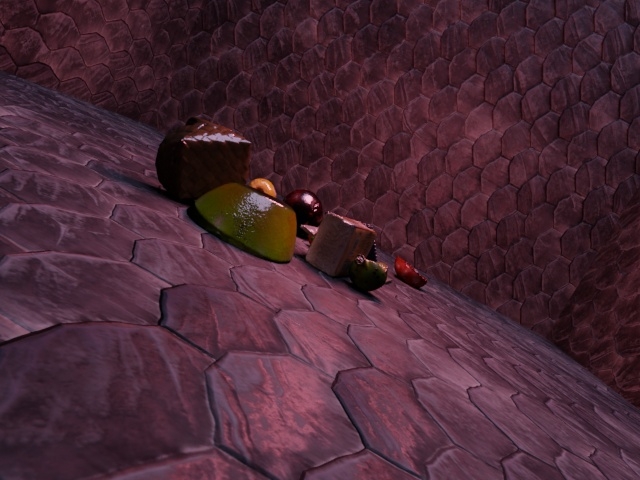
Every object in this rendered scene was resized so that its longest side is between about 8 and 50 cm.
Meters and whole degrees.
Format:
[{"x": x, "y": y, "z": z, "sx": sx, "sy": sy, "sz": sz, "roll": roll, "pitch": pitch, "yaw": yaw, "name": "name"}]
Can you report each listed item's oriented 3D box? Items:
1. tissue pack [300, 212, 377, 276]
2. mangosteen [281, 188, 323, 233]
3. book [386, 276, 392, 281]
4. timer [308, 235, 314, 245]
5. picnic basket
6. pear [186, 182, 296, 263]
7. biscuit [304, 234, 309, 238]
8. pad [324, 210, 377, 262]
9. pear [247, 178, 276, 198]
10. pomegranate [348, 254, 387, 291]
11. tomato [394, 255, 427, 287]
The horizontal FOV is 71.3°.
[{"x": 0.058, "y": 0.005, "z": 1.768, "sx": 0.238, "sy": 0.239, "sz": 0.305, "roll": 30, "pitch": 9, "yaw": 20, "name": "tissue pack"}, {"x": -0.116, "y": -0.139, "z": 2.215, "sx": 0.265, "sy": 0.228, "sz": 0.228, "roll": -3, "pitch": -12, "yaw": 34, "name": "mangosteen"}, {"x": 0.215, "y": 0.133, "z": 2.230, "sx": 0.295, "sy": 0.020, "sz": 0.208, "roll": 30, "pitch": 6, "yaw": 16, "name": "book"}, {"x": 0.000, "y": 0.000, "z": 2.032, "sx": 0.136, "sy": 0.099, "sz": 0.136, "roll": 22, "pitch": -4, "yaw": 2, "name": "timer"}, {"x": -0.451, "y": -0.306, "z": 1.655, "sx": 0.337, "sy": 0.293, "sz": 0.337, "roll": 11, "pitch": 24, "yaw": -5, "name": "picnic basket"}, {"x": -0.227, "y": -0.086, "z": 1.507, "sx": 0.398, "sy": 0.165, "sz": 0.399, "roll": 27, "pitch": 7, "yaw": -4, "name": "pear"}, {"x": -0.038, "y": -0.027, "z": 2.361, "sx": 0.133, "sy": 0.032, "sz": 0.250, "roll": 25, "pitch": 7, "yaw": -15, "name": "biscuit"}, {"x": 0.141, "y": 0.006, "z": 2.013, "sx": 0.269, "sy": 0.012, "sz": 0.270, "roll": 19, "pitch": -43, "yaw": 37, "name": "pad"}, {"x": -0.307, "y": -0.233, "z": 2.296, "sx": 0.178, "sy": 0.178, "sz": 0.178, "roll": 27, "pitch": 7, "yaw": -4, "name": "pear"}, {"x": 0.171, "y": 0.126, "z": 1.654, "sx": 0.143, "sy": 0.122, "sz": 0.169, "roll": 10, "pitch": -8, "yaw": 28, "name": "pomegranate"}, {"x": 0.509, "y": 0.197, "z": 2.585, "sx": 0.228, "sy": 0.101, "sz": 0.228, "roll": 36, "pitch": 8, "yaw": -6, "name": "tomato"}]
